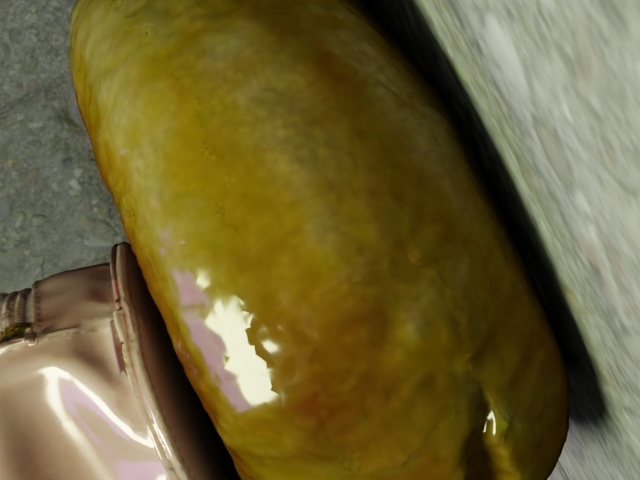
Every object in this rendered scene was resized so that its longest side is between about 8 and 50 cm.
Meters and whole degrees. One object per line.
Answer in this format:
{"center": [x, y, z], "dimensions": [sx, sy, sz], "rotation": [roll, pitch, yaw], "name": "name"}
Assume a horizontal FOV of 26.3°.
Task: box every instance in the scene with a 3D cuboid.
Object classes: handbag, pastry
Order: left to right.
{"center": [-0.108, 0.098, 0.662], "dimensions": [0.205, 0.116, 0.179], "rotation": [68, 180, -64], "name": "handbag"}
{"center": [0.000, 0.000, 0.669], "dimensions": [0.356, 0.164, 0.356], "rotation": [-22, -90, -89], "name": "pastry"}
